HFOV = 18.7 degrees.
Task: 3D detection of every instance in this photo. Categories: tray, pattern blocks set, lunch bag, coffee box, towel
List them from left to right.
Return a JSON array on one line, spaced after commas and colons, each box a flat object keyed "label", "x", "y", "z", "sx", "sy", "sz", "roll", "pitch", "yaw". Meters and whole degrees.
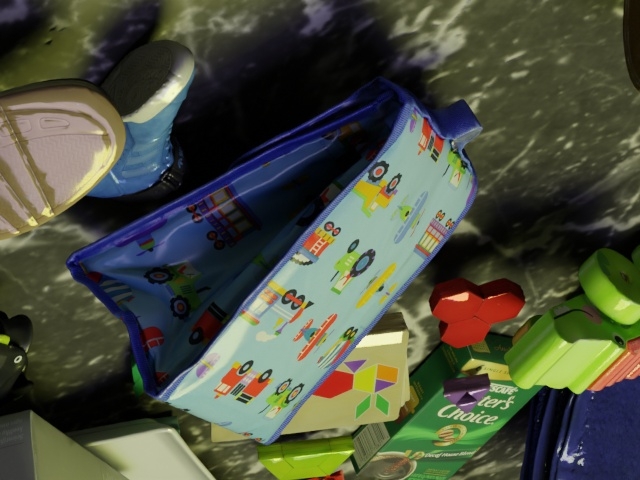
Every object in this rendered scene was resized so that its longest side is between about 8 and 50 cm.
[{"label": "tray", "x": -0.157, "y": 0.217, "z": 1.707, "sx": 0.145, "sy": 0.030, "sz": 0.270, "roll": -11, "pitch": 150, "yaw": 10}, {"label": "pattern blocks set", "x": -0.006, "y": 0.118, "z": 1.668, "sx": 0.325, "sy": 0.026, "sz": 0.285, "roll": -1, "pitch": 140, "yaw": -15}, {"label": "lunch bag", "x": 0.000, "y": 0.000, "z": 1.432, "sx": 0.293, "sy": 0.138, "sz": 0.221, "roll": -38, "pitch": 157, "yaw": 6}, {"label": "coffee box", "x": 0.119, "y": 0.157, "z": 1.801, "sx": 0.113, "sy": 0.040, "sz": 0.184, "roll": 14, "pitch": 130, "yaw": -39}, {"label": "towel", "x": 0.321, "y": 0.215, "z": 1.882, "sx": 0.308, "sy": 0.076, "sz": 0.227, "roll": 11, "pitch": 91, "yaw": -35}]

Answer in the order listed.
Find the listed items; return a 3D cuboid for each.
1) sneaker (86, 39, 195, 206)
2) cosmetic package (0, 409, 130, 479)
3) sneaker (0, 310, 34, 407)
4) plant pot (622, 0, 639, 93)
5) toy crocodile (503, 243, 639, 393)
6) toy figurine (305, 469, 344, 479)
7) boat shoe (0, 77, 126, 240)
[{"label": "sneaker", "x": -0.115, "y": -0.077, "z": 1.352, "sx": 0.084, "sy": 0.058, "sz": 0.152, "roll": 20, "pitch": 131, "yaw": -37}, {"label": "cosmetic package", "x": -0.235, "y": 0.226, "z": 1.557, "sx": 0.127, "sy": 0.107, "sz": 0.238, "roll": -14, "pitch": 152, "yaw": 10}, {"label": "sneaker", "x": -0.266, "y": 0.063, "z": 1.443, "sx": 0.097, "sy": 0.084, "sz": 0.234, "roll": -19, "pitch": 154, "yaw": -7}, {"label": "plant pot", "x": 0.356, "y": -0.158, "z": 1.391, "sx": 0.254, "sy": 0.237, "sz": 0.237, "roll": 0, "pitch": 140, "yaw": -9}, {"label": "toy crocodile", "x": 0.260, "y": 0.074, "z": 1.663, "sx": 0.115, "sy": 0.105, "sz": 0.340, "roll": -47, "pitch": 163, "yaw": 25}, {"label": "toy figurine", "x": 0.129, "y": 0.376, "z": 1.856, "sx": 0.217, "sy": 0.362, "sz": 0.191, "roll": -14, "pitch": -178, "yaw": -28}, {"label": "boat shoe", "x": -0.262, "y": -0.040, "z": 1.295, "sx": 0.285, "sy": 0.092, "sz": 0.103, "roll": -28, "pitch": 120, "yaw": 12}]
